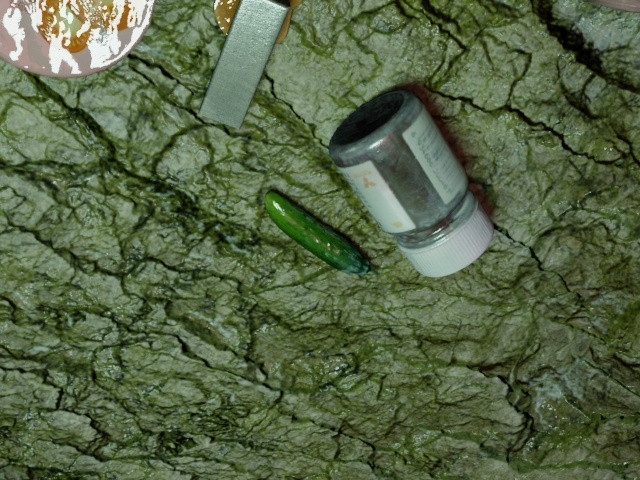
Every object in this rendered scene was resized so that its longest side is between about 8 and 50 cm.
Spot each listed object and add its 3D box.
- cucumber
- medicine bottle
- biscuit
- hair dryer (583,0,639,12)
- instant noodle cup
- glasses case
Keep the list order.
[{"bbox_3d":[0.000,0.000,1.242,0.250,0.056,0.056,35,106,-18],"label":"cucumber"},{"bbox_3d":[0.147,-0.086,1.161,0.165,0.165,0.273,-33,115,8],"label":"medicine bottle"},{"bbox_3d":[-0.087,-0.348,1.087,0.140,0.023,0.118,-26,121,7],"label":"biscuit"},{"bbox_3d":[0.571,-0.415,1.036,0.352,0.125,0.211,14,115,10],"label":"hair dryer"},{"bbox_3d":[-0.319,-0.351,0.942,0.242,0.231,0.243,-2,115,-5],"label":"instant noodle cup"},{"bbox_3d":[-0.114,-0.270,1.090,0.070,0.047,0.205,19,120,-14],"label":"glasses case"}]
